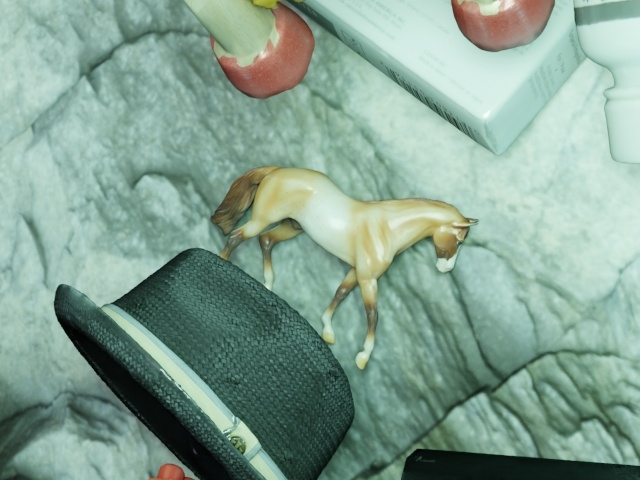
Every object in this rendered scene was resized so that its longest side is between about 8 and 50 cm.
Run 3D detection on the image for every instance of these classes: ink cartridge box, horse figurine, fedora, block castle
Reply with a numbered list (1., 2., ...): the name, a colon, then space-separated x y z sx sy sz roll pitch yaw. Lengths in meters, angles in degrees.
1. ink cartridge box: 0.168 -0.317 1.392 0.308 0.091 0.385 39 85 24
2. horse figurine: 0.000 0.000 1.427 0.263 0.066 0.174 29 104 22
3. fedora: -0.085 0.125 1.359 0.334 0.334 0.152 38 73 24
4. block castle: 0.038 -0.366 1.289 0.303 0.213 0.453 -9 67 17

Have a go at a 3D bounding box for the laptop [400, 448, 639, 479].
1. laptop: 0.178 0.343 1.333 0.234 0.136 0.264 1 110 26

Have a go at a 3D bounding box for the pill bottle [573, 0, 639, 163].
1. pill bottle: 0.301 -0.252 1.195 0.204 0.204 0.361 -4 98 25

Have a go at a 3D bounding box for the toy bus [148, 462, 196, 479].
1. toy bus: -0.137 0.332 1.409 0.149 0.220 0.211 -6 50 31
